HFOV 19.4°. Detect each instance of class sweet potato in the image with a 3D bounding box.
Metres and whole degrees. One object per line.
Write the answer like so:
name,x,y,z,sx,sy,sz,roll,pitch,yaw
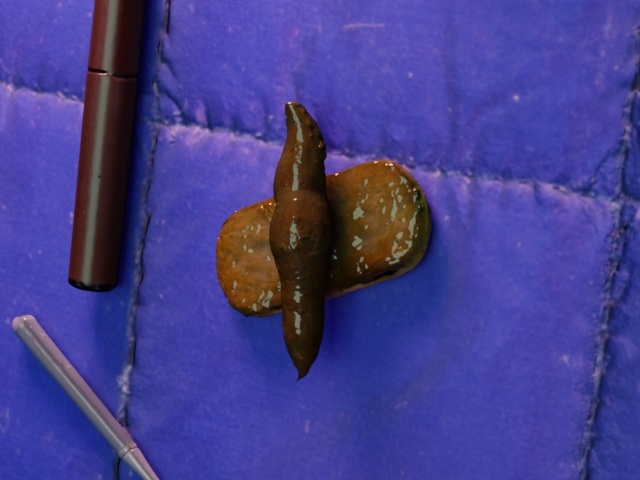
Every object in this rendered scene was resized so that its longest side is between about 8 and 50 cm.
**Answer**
sweet potato,-0.020,0.003,1.817,0.067,0.067,0.273,2,93,28

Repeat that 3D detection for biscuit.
biscuit,0.000,0.000,1.857,0.247,0.029,0.118,-18,79,28

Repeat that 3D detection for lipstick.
lipstick,-0.220,-0.124,1.946,0.057,0.057,0.356,11,100,27

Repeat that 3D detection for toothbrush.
toothbrush,-0.220,0.209,1.991,0.030,0.025,0.342,-47,74,25
